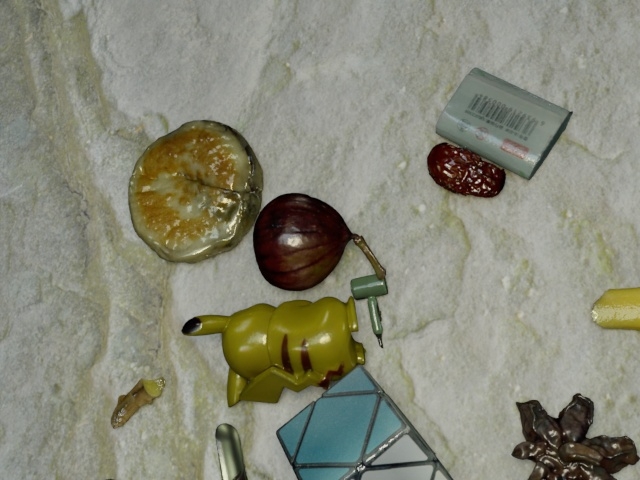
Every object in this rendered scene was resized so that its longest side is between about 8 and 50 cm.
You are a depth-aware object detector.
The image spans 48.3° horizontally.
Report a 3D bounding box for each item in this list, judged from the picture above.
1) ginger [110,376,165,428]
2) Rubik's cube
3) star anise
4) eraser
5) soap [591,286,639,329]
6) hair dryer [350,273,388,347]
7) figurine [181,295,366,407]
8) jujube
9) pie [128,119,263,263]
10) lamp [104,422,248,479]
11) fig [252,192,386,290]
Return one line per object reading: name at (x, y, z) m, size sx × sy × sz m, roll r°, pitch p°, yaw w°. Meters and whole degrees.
ginger at (-0.383, 0.329, 1.478) m, size 0.137 × 0.044 × 0.057 m, roll -41°, pitch 86°, yaw -2°
Rubik's cube at (0.080, 0.383, 1.237) m, size 0.205 × 0.207 × 0.205 m, roll -38°, pitch 29°, yaw -3°
star anise at (0.451, 0.368, 1.252) m, size 0.219 × 0.099 × 0.214 m, roll 7°, pitch 60°, yaw 13°
eraser at (0.383, -0.248, 1.498) m, size 0.227 × 0.081 × 0.174 m, roll 31°, pitch 76°, yaw 20°
soap at (0.598, 0.127, 1.349) m, size 0.168 × 0.033 × 0.089 m, roll 2°, pitch 70°, yaw 12°
hair dryer at (0.109, 0.145, 1.447) m, size 0.071 × 0.047 × 0.150 m, roll -13°, pitch 80°, yaw 11°
figurine at (-0.075, 0.212, 1.394) m, size 0.326 × 0.218 × 0.169 m, roll -3°, pitch 30°, yaw 18°
jujube at (0.296, -0.137, 1.469) m, size 0.165 × 0.104 × 0.104 m, roll 29°, pitch 79°, yaw 17°
pie at (-0.280, -0.110, 1.591) m, size 0.338 × 0.077 × 0.339 m, roll -3°, pitch 75°, yaw 11°
lamp at (-0.284, 0.464, 1.372) m, size 0.283 × 0.124 × 0.203 m, roll -11°, pitch 60°, yaw 5°
fig at (-0.011, -0.008, 1.434) m, size 0.249 × 0.186 × 0.204 m, roll -12°, pitch 51°, yaw 20°
